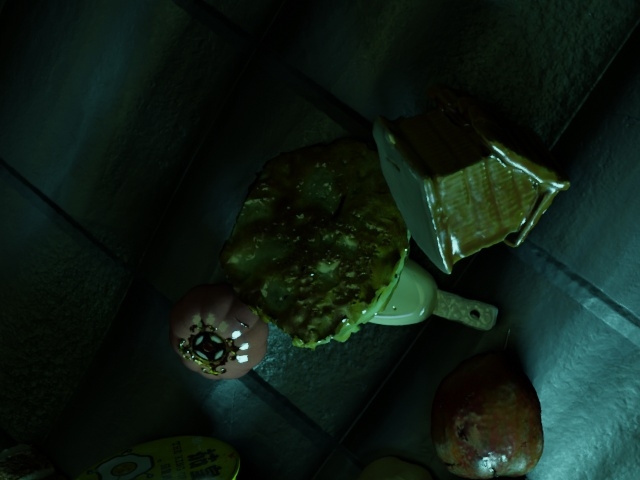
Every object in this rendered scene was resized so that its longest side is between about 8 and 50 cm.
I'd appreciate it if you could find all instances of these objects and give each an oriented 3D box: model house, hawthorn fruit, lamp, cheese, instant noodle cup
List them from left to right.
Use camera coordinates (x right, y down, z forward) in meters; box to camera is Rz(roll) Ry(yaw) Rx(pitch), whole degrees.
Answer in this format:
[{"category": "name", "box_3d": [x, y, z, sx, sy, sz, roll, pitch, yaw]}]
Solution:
[{"category": "instant noodle cup", "box_3d": [-0.274, 0.531, 1.743, 0.326, 0.325, 0.254, -3, 108, 26]}, {"category": "lamp", "box_3d": [-0.174, 0.154, 1.713, 0.182, 0.140, 0.182, 7, 118, 14]}, {"category": "cheese", "box_3d": [0.170, 0.097, 1.580, 0.235, 0.050, 0.127, 18, 104, 24]}, {"category": "model house", "box_3d": [0.224, -0.107, 1.464, 0.229, 0.199, 0.219, -20, 132, -8]}, {"category": "hawthorn fruit", "box_3d": [0.261, 0.251, 1.515, 0.181, 0.181, 0.235, 8, 84, 24]}]

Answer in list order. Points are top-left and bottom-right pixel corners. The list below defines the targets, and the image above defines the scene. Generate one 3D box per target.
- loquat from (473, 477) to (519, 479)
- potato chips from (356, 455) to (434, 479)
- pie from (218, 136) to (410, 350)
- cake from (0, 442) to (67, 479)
[{"category": "loquat", "box_3d": [0.263, 0.466, 1.529, 0.176, 0.187, 0.234, 38, 136, 11]}, {"category": "potato chips", "box_3d": [0.122, 0.475, 1.670, 0.208, 0.062, 0.195, -38, 85, 24]}, {"category": "pie", "box_3d": [0.000, 0.000, 1.565, 0.288, 0.103, 0.354, 15, 72, 21]}, {"category": "cake", "box_3d": [-0.609, 0.502, 1.983, 0.147, 0.134, 0.135, 43, 114, 22]}]
